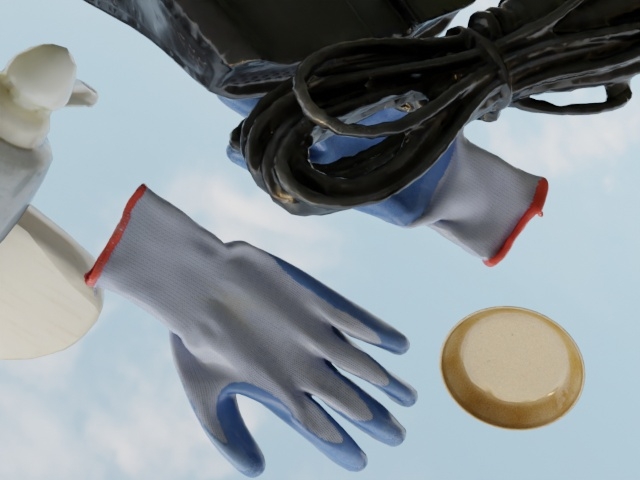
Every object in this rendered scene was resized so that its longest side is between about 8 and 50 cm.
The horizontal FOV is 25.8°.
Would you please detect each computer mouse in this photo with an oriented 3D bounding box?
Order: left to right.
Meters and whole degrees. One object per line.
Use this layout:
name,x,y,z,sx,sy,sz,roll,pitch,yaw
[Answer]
computer mouse,-0.012,-0.118,0.526,0.189,0.072,0.272,-26,-138,-29

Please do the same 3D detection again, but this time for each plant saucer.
plant saucer,0.110,0.071,0.800,0.083,0.083,0.015,26,-150,2

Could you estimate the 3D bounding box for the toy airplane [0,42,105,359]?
toy airplane,-0.282,-0.112,0.527,0.386,0.384,0.272,-7,-164,-18

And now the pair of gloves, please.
pair of gloves,0.000,0.000,0.586,0.159,0.023,0.198,35,-100,-14
